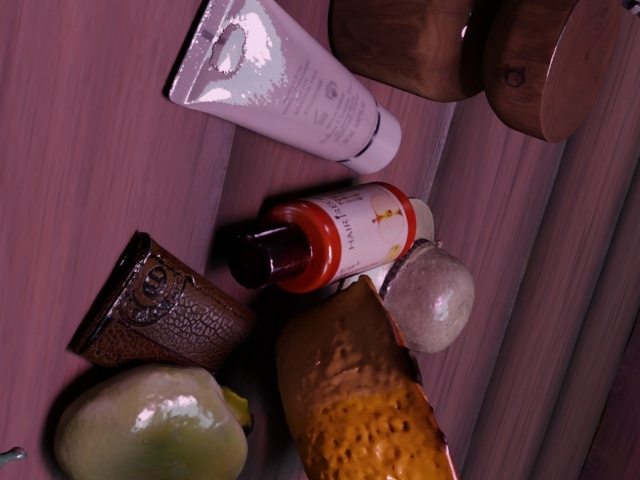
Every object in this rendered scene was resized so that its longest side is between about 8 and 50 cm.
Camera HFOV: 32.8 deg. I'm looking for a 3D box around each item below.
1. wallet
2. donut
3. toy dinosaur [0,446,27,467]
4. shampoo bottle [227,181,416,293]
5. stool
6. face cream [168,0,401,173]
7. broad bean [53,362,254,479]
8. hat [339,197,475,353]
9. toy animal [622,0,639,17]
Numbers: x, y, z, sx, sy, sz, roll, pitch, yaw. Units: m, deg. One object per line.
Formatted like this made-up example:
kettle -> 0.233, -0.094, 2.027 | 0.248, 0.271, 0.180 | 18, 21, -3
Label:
wallet -> -0.150, 0.095, 1.124 | 0.133, 0.039, 0.243 | -58, 149, -8
donut -> 0.056, 0.232, 1.259 | 0.163, 0.435, 0.377 | -21, 110, 0
toy dinosaur -> -0.345, 0.304, 0.916 | 0.120, 0.079, 0.292 | -8, 120, -64
shampoo bottle -> 0.000, 0.000, 1.237 | 0.278, 0.104, 0.104 | -17, 125, -54
stool -> 0.165, -0.229, 1.177 | 0.179, 0.264, 0.179 | -38, 140, -40
face cream -> -0.023, -0.152, 1.115 | 0.314, 0.089, 0.143 | 26, 89, -54
broad bean -> -0.160, 0.196, 1.098 | 0.228, 0.100, 0.169 | -4, 126, -44
hat -> 0.139, 0.083, 1.509 | 0.257, 0.130, 0.257 | -40, 143, -39
toy animal -> 0.428, -0.365, 1.585 | 0.090, 0.170, 0.255 | 27, 110, -35
